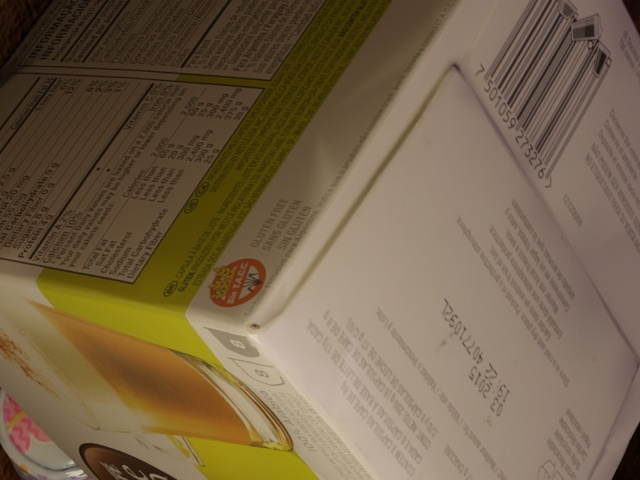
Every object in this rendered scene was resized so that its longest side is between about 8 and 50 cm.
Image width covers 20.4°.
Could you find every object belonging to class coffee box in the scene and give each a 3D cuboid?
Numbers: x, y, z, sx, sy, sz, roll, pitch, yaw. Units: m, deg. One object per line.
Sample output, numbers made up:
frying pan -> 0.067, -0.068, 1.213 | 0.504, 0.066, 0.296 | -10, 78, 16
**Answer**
coffee box -> 0.000, 0.000, 1.111 | 0.338, 0.334, 0.337 | -58, 134, -25

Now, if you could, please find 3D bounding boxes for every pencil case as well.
pencil case -> -0.159, 0.169, 1.361 | 0.273, 0.113, 0.124 | 72, 30, -63
